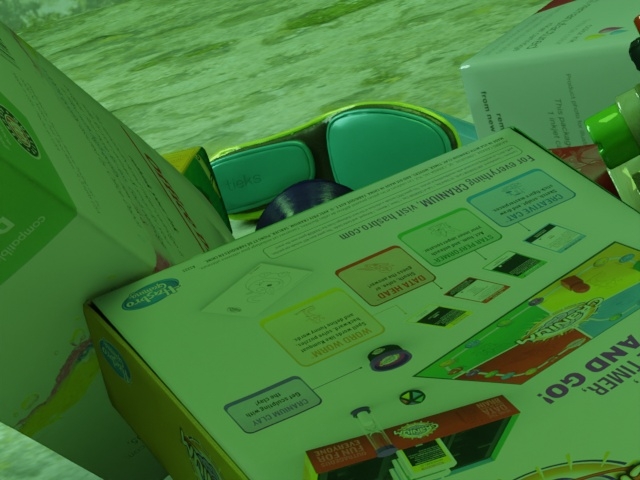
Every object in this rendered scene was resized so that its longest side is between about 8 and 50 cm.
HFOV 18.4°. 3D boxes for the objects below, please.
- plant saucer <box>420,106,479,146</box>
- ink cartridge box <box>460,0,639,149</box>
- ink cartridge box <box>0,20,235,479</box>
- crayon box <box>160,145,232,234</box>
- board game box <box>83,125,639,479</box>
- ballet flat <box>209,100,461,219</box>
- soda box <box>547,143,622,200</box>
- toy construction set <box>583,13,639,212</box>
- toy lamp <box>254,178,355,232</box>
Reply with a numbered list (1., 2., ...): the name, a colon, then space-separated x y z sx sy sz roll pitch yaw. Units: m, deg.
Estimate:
1. plant saucer: 0.089 -0.078 1.579 0.067 0.018 0.192 -21 17 -13
2. ink cartridge box: 0.281 -0.111 1.292 0.306 0.131 0.226 -6 19 37
3. ink cartridge box: -0.147 0.000 1.026 0.119 0.353 0.207 -40 53 7
4. crayon box: -0.216 0.020 1.448 0.279 0.081 0.165 -14 16 10
5. board game box: 0.071 0.075 0.843 0.242 0.064 0.316 -22 34 -19
6. ballet flat: 0.015 -0.062 1.513 0.231 0.077 0.077 -10 1 30
7. soda box: 0.097 0.029 1.096 0.092 0.083 0.263 -4 21 38
8. toy construction set: 0.255 -0.094 1.017 0.328 0.151 0.215 -42 -4 9
9. toy lamp: 0.000 0.000 1.208 0.080 0.080 0.274 -16 3 2
